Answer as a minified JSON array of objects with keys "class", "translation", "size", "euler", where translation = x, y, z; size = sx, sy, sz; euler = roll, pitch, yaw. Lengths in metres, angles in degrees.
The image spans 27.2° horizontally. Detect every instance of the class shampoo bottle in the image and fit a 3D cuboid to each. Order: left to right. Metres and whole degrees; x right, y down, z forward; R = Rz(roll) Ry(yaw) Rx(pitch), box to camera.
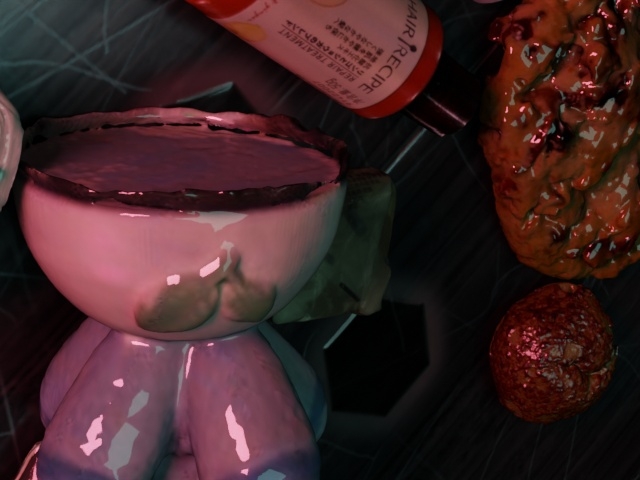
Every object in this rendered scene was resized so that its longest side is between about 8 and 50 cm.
[{"class":"shampoo bottle","translation":[0.021,-0.163,1.013],"size":[0.278,0.104,0.104],"euler":[29,89,-40]}]

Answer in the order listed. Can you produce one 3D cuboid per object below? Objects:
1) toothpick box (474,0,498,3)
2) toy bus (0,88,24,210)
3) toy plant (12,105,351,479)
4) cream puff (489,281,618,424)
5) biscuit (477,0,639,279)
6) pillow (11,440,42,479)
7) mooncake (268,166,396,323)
[{"class":"toothpick box","translation":[0.136,-0.246,1.099],"size":[0.052,0.052,0.083],"euler":[-39,127,-18]},{"class":"toy bus","translation":[-0.303,-0.092,0.785],"size":[0.271,0.133,0.164],"euler":[44,75,-36]},{"class":"toy plant","translation":[-0.098,0.088,0.938],"size":[0.247,0.247,0.332],"euler":[-9,111,-34]},{"class":"cream puff","translation":[0.234,0.112,1.288],"size":[0.149,0.084,0.149],"euler":[-16,117,-33]},{"class":"biscuit","translation":[0.276,-0.115,1.237],"size":[0.289,0.081,0.334],"euler":[-39,127,-17]},{"class":"pillow","translation":[-0.194,0.218,1.029],"size":[0.091,0.055,0.136],"euler":[-36,129,19]},{"class":"mooncake","translation":[0.000,0.000,1.079],"size":[0.125,0.073,0.129],"euler":[-2,111,-37]}]
